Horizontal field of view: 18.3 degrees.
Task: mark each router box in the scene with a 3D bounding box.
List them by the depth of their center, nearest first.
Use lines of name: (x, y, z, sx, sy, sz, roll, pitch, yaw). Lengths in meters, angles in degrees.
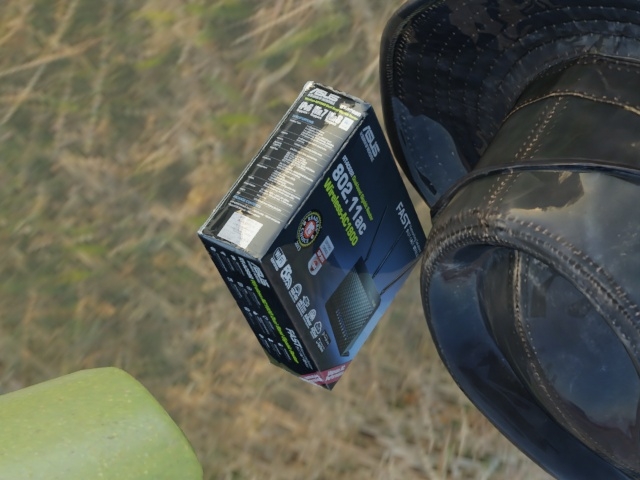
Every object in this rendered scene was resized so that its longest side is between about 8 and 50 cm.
router box: (0.000, 0.000, 0.917, 0.038, 0.122, 0.092, 23, 67, 29)

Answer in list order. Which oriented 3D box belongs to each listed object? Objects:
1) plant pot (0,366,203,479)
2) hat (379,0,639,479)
plant pot: (-0.186, 0.196, 1.053, 0.254, 0.276, 0.276, -24, 105, -24)
hat: (0.139, 0.033, 0.855, 0.331, 0.134, 0.331, 26, 151, 16)
